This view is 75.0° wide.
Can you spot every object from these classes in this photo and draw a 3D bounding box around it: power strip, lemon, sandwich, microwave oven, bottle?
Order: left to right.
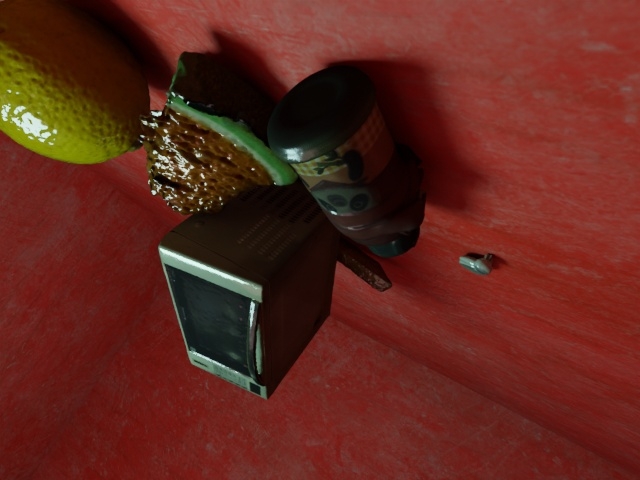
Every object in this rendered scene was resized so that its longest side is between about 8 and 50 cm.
[{"bbox_3d":[-0.427,-0.258,0.700,0.267,0.267,0.267,29,165,8],"label":"lemon"},{"bbox_3d":[-0.186,-0.162,0.699,0.301,0.162,0.250,-25,142,36],"label":"sandwich"},{"bbox_3d":[-0.141,0.095,0.904,0.247,0.333,0.394,24,137,19],"label":"microwave oven"},{"bbox_3d":[0.060,-0.076,0.534,0.271,0.143,0.156,49,-177,-44],"label":"bottle"},{"bbox_3d":[0.271,0.038,0.719,0.055,0.035,0.083,32,179,-1],"label":"power strip"}]

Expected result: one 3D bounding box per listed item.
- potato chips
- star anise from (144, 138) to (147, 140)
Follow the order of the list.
[{"bbox_3d":[0.000,0.000,1.032,0.407,0.080,0.057,31,128,5],"label":"potato chips"},{"bbox_3d":[-0.409,-0.215,1.189,0.212,0.053,0.157,32,165,-11],"label":"star anise"}]
